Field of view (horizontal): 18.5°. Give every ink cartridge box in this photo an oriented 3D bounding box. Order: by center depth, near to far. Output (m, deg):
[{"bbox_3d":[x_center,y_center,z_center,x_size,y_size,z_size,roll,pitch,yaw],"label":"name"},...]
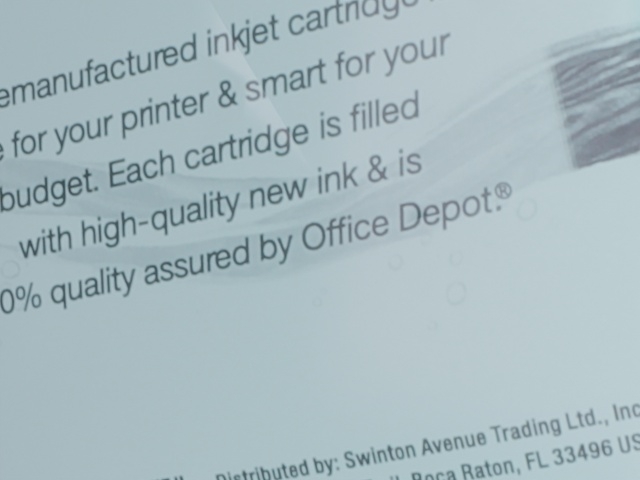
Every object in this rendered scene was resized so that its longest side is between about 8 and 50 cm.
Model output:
[{"bbox_3d":[0.000,0.000,0.481,0.211,0.121,0.289,-11,95,19],"label":"ink cartridge box"}]
